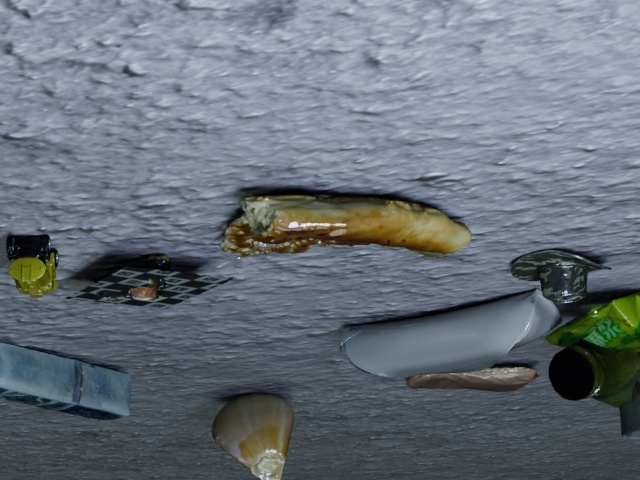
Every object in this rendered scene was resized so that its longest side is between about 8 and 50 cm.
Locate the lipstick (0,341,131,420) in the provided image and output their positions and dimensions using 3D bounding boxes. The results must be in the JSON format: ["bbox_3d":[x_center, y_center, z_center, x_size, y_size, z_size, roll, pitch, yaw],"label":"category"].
[{"bbox_3d":[-0.405,0.211,2.054,0.077,0.076,0.290,-12,158,33],"label":"lipstick"}]

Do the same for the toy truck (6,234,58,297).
[{"bbox_3d":[-0.319,0.030,1.526,0.049,0.054,0.083,-2,163,-3],"label":"toy truck"}]

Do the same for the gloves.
[{"bbox_3d":[0.404,0.178,1.973,0.107,0.135,0.268,-32,168,19],"label":"gloves"}]

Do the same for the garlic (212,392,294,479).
[{"bbox_3d":[-0.106,0.348,2.378,0.145,0.164,0.245,-19,168,-4],"label":"garlic"}]

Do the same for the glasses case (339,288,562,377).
[{"bbox_3d":[0.182,0.140,1.882,0.308,0.083,0.128,-14,158,34],"label":"glasses case"}]

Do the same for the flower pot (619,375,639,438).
[{"bbox_3d":[0.567,0.257,2.255,0.103,0.108,0.229,3,163,-16],"label":"flower pot"}]

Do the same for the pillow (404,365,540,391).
[{"bbox_3d":[0.245,0.224,2.238,0.211,0.034,0.135,2,165,-9],"label":"pillow"}]

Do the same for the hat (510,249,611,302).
[{"bbox_3d":[0.290,0.047,1.657,0.121,0.050,0.121,1,164,0],"label":"hat"}]

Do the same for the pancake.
[{"bbox_3d":[0.000,0.000,1.464,0.244,0.057,0.266,-17,158,42],"label":"pancake"}]

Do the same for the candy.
[{"bbox_3d":[0.436,0.107,1.833,0.246,0.069,0.149,6,157,-14],"label":"candy"}]

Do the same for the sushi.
[{"bbox_3d":[-0.202,0.042,1.620,0.139,0.031,0.201,8,163,-31],"label":"sushi"}]
